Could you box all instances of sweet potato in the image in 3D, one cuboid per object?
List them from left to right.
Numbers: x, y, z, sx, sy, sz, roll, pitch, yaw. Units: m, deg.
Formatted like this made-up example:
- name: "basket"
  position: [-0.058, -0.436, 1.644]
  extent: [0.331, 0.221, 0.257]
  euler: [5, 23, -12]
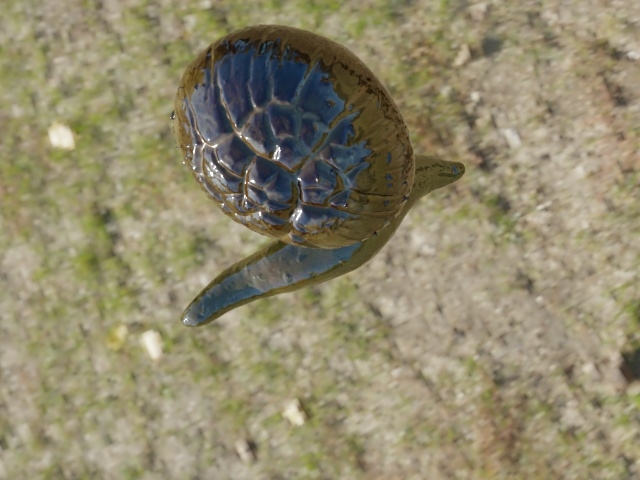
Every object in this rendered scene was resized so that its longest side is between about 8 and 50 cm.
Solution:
- name: "sweet potato"
  position: [-0.001, 0.002, 1.135]
  extent: [0.059, 0.249, 0.069]
  euler: [55, -176, -22]

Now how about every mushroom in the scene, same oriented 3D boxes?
- name: "mushroom"
  position: [-0.014, -0.048, 0.736]
  extent: [0.126, 0.085, 0.109]
  euler: [6, 152, 29]
